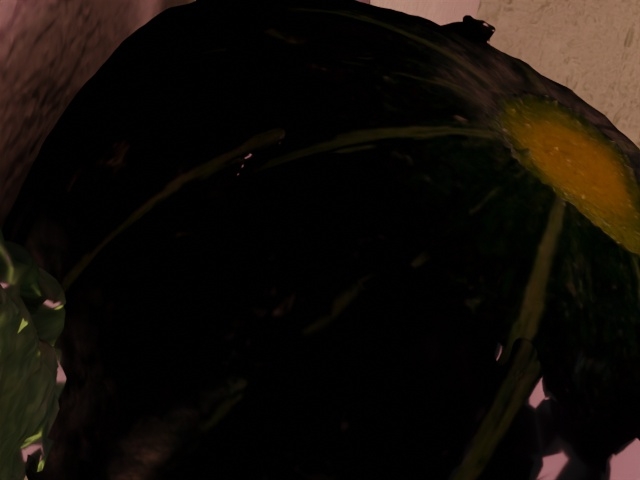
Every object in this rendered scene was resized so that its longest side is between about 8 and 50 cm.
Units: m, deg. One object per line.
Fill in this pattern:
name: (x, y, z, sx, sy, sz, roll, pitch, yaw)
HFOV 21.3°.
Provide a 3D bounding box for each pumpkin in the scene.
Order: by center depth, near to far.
pumpkin: (0.004, 0.056, 0.633, 0.296, 0.296, 0.296, 16, 90, -82)

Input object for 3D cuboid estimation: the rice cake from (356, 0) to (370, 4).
rice cake: (0.001, 0.000, 0.795, 0.070, 0.064, 0.399, -59, 146, -65)

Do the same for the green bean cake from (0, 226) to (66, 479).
green bean cake: (-0.130, 0.073, 0.272, 0.193, 0.107, 0.208, 89, 19, -74)
